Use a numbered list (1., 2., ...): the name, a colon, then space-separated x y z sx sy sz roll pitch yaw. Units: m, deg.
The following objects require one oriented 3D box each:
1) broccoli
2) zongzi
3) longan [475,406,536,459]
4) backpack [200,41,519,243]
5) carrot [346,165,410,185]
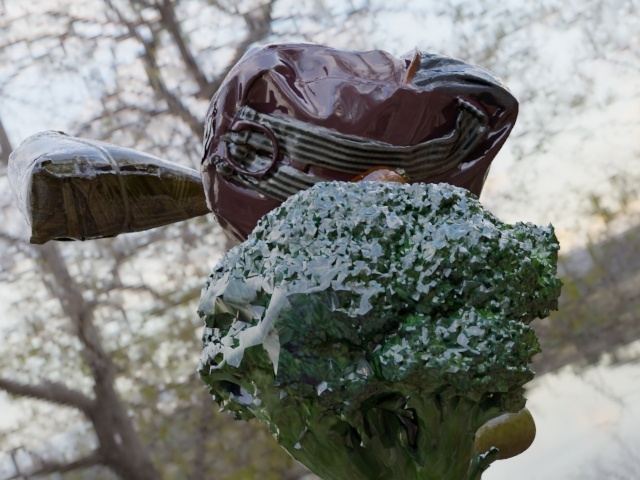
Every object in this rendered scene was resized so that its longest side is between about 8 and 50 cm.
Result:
1. broccoli: 0.045 0.074 0.927 0.265 0.245 0.294 -17 17 -21
2. zongzi: -0.277 -0.082 1.867 0.288 0.134 0.286 -5 17 -18
3. longan: 0.194 0.203 1.442 0.075 0.075 0.083 -27 -40 22
4. backpack: 0.028 -0.084 1.463 0.317 0.283 0.197 14 15 -13
5. carrot: 0.000 0.000 1.336 0.225 0.067 0.067 -34 -7 -14
